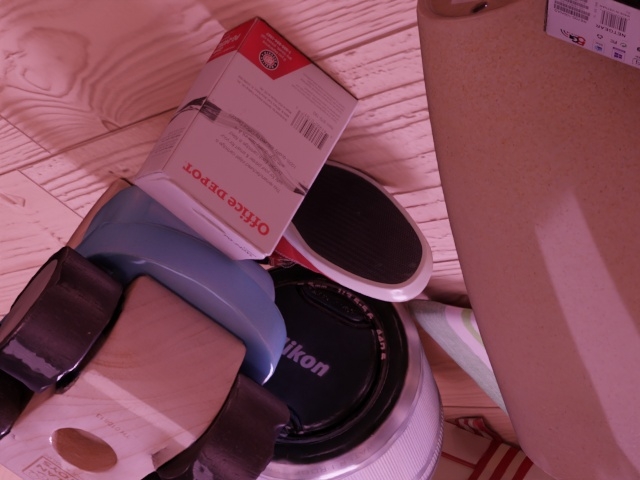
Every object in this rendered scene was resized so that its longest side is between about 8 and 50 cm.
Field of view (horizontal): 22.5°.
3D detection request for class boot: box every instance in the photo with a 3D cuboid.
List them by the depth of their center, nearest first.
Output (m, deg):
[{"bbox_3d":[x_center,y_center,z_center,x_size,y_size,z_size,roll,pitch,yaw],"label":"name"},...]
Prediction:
[{"bbox_3d":[0.000,0.000,1.428,0.244,0.088,0.176,31,162,22],"label":"boot"}]

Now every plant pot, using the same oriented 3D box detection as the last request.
[{"bbox_3d":[0.171,-0.044,0.903,0.256,0.256,0.274,4,132,50],"label":"plant pot"}]

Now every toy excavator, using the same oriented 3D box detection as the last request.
[{"bbox_3d":[-0.164,0.057,1.449,0.222,0.445,0.433,37,138,-14],"label":"toy excavator"}]

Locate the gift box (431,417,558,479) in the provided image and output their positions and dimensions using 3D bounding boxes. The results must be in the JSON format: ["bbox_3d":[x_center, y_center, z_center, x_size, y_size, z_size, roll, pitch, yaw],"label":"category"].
[{"bbox_3d":[0.192,0.356,1.776,0.255,0.258,0.276,22,139,26],"label":"gift box"}]

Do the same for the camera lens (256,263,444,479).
[{"bbox_3d":[0.005,0.160,1.587,0.219,0.219,0.274,22,162,20],"label":"camera lens"}]

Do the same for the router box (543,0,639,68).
[{"bbox_3d":[0.214,-0.126,0.754,0.179,0.133,0.046,24,154,17],"label":"router box"}]

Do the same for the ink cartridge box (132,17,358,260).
[{"bbox_3d":[-0.057,-0.074,1.225,0.109,0.150,0.063,39,158,-22],"label":"ink cartridge box"}]

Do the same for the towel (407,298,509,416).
[{"bbox_3d":[0.262,0.139,1.465,0.325,0.038,0.248,7,150,49],"label":"towel"}]
